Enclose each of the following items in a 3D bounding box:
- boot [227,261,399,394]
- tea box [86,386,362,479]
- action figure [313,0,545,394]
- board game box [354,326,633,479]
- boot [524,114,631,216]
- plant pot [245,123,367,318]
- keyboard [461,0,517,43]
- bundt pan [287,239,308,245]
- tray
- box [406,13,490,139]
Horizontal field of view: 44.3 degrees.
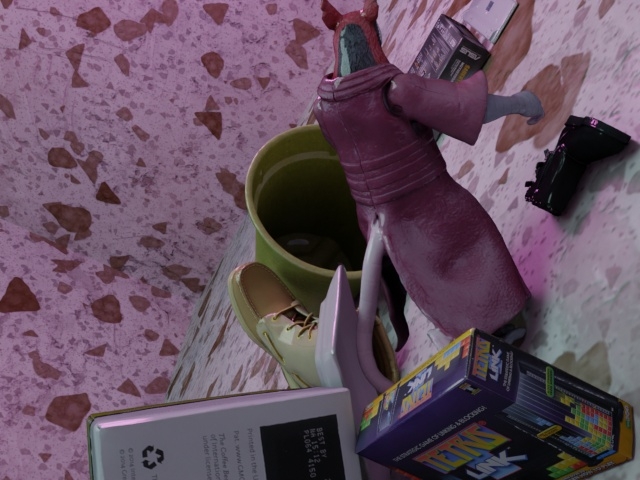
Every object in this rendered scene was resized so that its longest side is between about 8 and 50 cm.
[{"bbox_3d":[-0.014,0.116,1.079,0.095,0.262,0.203,-28,-8,-32],"label":"boot"},{"bbox_3d":[-0.098,0.318,0.754,0.323,0.220,0.329,144,119,-70],"label":"tea box"},{"bbox_3d":[0.062,-0.063,0.785,0.248,0.370,0.276,-5,25,49],"label":"action figure"},{"bbox_3d":[0.127,0.148,0.611,0.170,0.141,0.048,-51,17,49],"label":"board game box"},{"bbox_3d":[0.248,-0.071,0.775,0.099,0.045,0.121,-63,8,9],"label":"boot"},{"bbox_3d":[0.000,0.000,1.263,0.254,0.276,0.276,112,176,-55],"label":"plant pot"},{"bbox_3d":[0.287,-0.393,1.351,0.072,0.014,0.256,-55,15,19],"label":"keyboard"},{"bbox_3d":[-0.004,-0.064,1.591,0.331,0.124,0.331,-62,3,6],"label":"bundt pan"},{"bbox_3d":[0.036,0.173,0.820,0.145,0.030,0.270,-81,-20,-56],"label":"tray"},{"bbox_3d":[0.203,-0.284,1.373,0.183,0.056,0.231,-60,12,22],"label":"box"}]
